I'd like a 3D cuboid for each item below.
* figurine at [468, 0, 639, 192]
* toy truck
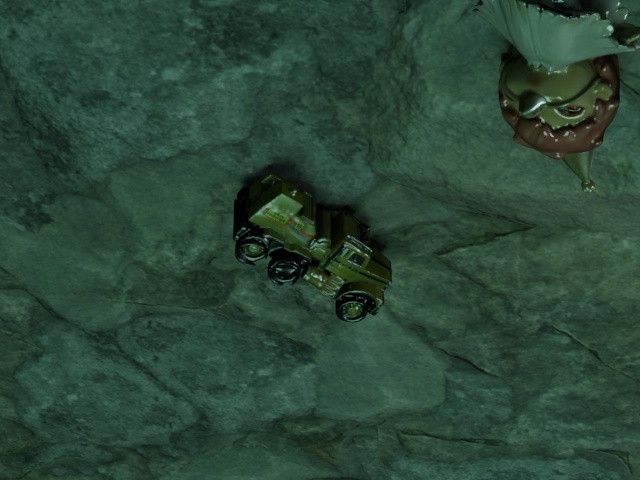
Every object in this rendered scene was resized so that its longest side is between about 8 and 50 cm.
[{"bbox_3d":[0.273,-0.196,1.632,0.207,0.166,0.387,15,142,24],"label":"figurine"},{"bbox_3d":[-0.001,0.004,1.999,0.257,0.127,0.127,34,123,-27],"label":"toy truck"}]
